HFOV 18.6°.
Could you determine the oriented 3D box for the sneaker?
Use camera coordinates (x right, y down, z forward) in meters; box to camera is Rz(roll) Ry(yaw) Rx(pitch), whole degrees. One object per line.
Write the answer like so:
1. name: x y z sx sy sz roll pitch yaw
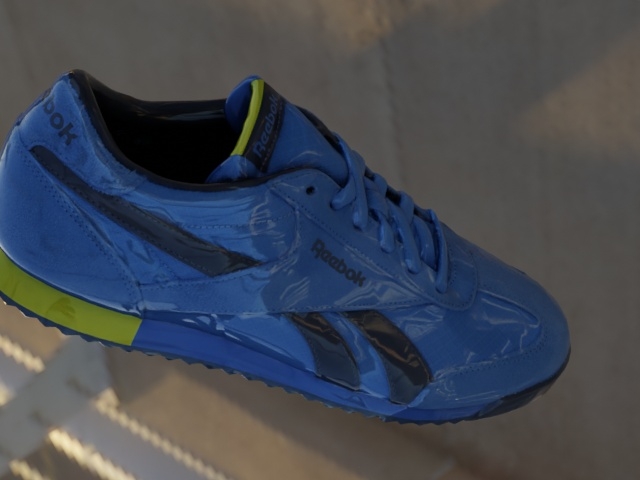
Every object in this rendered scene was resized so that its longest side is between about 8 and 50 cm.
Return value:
1. sneaker: 0.000 0.000 0.617 0.082 0.209 0.069 -60 27 30
